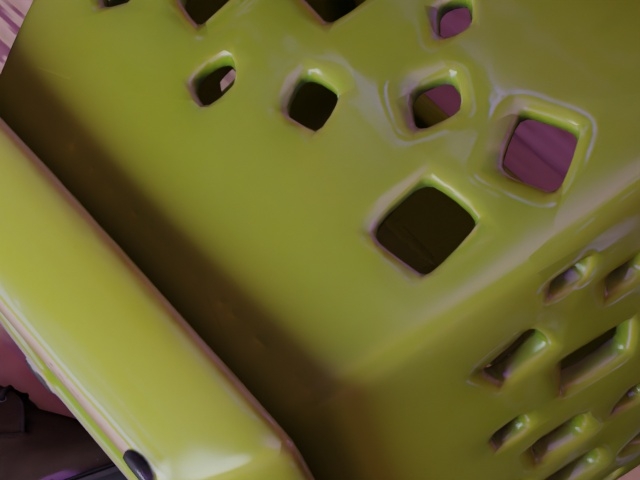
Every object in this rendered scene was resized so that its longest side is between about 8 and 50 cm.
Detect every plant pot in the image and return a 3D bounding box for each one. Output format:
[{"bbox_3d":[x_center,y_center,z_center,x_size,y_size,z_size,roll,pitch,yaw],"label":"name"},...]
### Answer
[{"bbox_3d":[0.000,0.000,0.575,0.207,0.228,0.227,-39,61,-12],"label":"plant pot"}]

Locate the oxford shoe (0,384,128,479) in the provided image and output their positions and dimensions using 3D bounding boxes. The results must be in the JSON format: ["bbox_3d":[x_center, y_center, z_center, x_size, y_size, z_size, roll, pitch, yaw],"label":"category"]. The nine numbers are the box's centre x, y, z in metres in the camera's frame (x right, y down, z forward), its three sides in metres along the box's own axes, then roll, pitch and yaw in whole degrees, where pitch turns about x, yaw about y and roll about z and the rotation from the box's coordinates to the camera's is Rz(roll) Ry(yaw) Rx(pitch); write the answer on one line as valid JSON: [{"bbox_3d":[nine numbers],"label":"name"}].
[{"bbox_3d":[-0.136,0.087,0.690,0.227,0.083,0.096,-12,70,-2],"label":"oxford shoe"}]
